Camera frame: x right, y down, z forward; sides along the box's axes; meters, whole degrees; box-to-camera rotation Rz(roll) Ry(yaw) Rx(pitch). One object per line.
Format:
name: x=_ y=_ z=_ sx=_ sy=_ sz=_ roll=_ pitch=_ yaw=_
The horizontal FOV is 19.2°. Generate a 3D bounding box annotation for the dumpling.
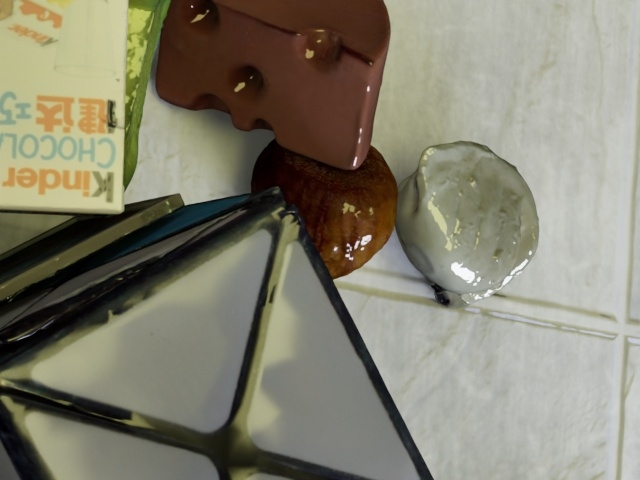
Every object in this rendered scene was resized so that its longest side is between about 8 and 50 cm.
dumpling: x=0.138 y=-0.021 z=1.799 sx=0.150 sy=0.092 sz=0.176 roll=-36 pitch=104 yaw=-28

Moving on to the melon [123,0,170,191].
melon: x=-0.286 y=-0.164 z=1.537 sx=0.323 sy=0.124 sz=0.196 roll=13 pitch=76 yaw=-17

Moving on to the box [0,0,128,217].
box: x=-0.283 y=-0.154 z=1.448 sx=0.273 sy=0.048 sz=0.265 roll=1 pitch=88 yaw=-20

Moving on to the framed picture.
framed picture: x=-0.248 y=0.027 z=1.497 sx=0.250 sy=0.184 sz=0.016 roll=-30 pitch=101 yaw=-30

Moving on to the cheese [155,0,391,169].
cheese: x=-0.012 y=-0.154 z=1.653 sx=0.203 sy=0.177 sz=0.128 roll=-12 pitch=128 yaw=-34

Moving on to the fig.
fig: x=0.000 y=0.000 z=1.718 sx=0.134 sy=0.201 sz=0.146 roll=8 pitch=40 yaw=4

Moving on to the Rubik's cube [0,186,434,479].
Rubik's cube: x=-0.144 y=0.158 z=1.483 sx=0.307 sy=0.305 sz=0.310 roll=-31 pitch=103 yaw=-29
